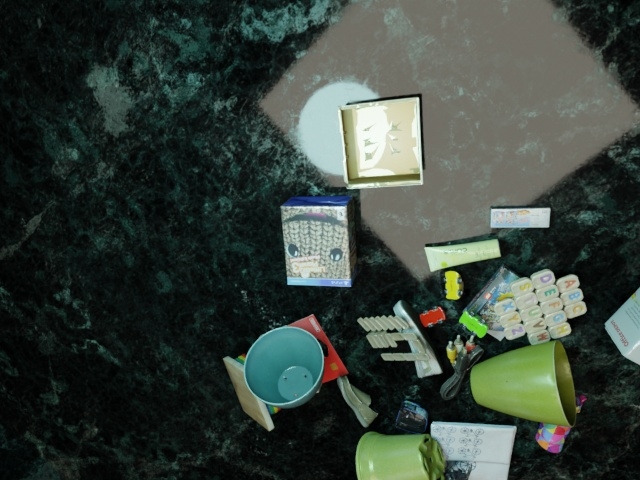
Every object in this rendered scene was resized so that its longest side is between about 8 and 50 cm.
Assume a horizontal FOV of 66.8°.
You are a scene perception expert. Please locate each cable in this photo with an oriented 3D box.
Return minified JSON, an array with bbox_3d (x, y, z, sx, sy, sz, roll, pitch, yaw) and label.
[{"bbox_3d":[0.515,0.466,1.799,0.140,0.072,0.287,-8,126,-16],"label":"cable"}]

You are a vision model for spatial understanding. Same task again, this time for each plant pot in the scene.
[{"bbox_3d":[0.317,0.845,1.830,0.254,0.276,0.276,-26,102,31],"label":"plant pot"},{"bbox_3d":[-0.112,0.492,1.787,0.291,0.290,0.195,-1,143,14],"label":"plant pot"},{"bbox_3d":[0.682,0.493,1.665,0.294,0.275,0.274,-14,106,34],"label":"plant pot"}]

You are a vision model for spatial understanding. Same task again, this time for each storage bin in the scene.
[{"bbox_3d":[0.191,-0.312,1.553,0.261,0.123,0.262,-2,109,14],"label":"storage bin"}]

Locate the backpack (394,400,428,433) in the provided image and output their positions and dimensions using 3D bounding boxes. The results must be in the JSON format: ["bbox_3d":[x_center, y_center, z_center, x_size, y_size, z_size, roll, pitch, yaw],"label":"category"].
[{"bbox_3d":[0.359,0.685,1.888,0.115,0.084,0.104,17,113,13],"label":"backpack"}]

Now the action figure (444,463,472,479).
[{"bbox_3d":[0.475,0.955,1.835,0.276,0.164,0.140,-36,67,15],"label":"action figure"}]

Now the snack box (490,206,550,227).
[{"bbox_3d":[0.648,-0.075,1.579,0.179,0.022,0.064,0,110,14],"label":"snack box"}]

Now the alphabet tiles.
[{"bbox_3d":[0.738,0.230,1.626,0.278,0.021,0.284,-23,114,11],"label":"alphabet tiles"}]

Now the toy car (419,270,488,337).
[{"bbox_3d":[0.483,0.249,1.679,0.225,0.053,0.238,39,117,32],"label":"toy car"}]

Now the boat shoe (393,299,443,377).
[{"bbox_3d":[0.340,0.363,1.764,0.103,0.118,0.320,-25,108,16],"label":"boat shoe"}]

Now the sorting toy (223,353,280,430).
[{"bbox_3d":[-0.263,0.590,1.943,0.257,0.090,0.255,2,113,58],"label":"sorting toy"}]

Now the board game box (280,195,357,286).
[{"bbox_3d":[0.000,0.000,1.701,0.232,0.141,0.290,0,109,14],"label":"board game box"}]

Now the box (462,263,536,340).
[{"bbox_3d":[0.626,0.215,1.676,0.159,0.044,0.233,33,113,0],"label":"box"}]

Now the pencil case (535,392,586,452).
[{"bbox_3d":[0.860,0.646,1.746,0.105,0.104,0.236,16,113,8],"label":"pencil case"}]

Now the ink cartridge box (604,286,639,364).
[{"bbox_3d":[1.045,0.236,1.495,0.117,0.201,0.278,31,114,2],"label":"ink cartridge box"}]

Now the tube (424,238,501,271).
[{"bbox_3d":[0.483,0.047,1.647,0.240,0.062,0.069,-10,66,22],"label":"tube"}]

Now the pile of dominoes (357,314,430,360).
[{"bbox_3d":[0.263,0.342,1.744,0.251,0.040,0.195,-19,106,52],"label":"pile of dominoes"}]

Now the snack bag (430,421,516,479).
[{"bbox_3d":[0.581,0.857,1.898,0.324,0.037,0.342,2,110,4],"label":"snack bag"}]

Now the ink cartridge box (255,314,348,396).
[{"bbox_3d":[-0.074,0.470,1.929,0.261,0.066,0.296,-26,101,22],"label":"ink cartridge box"}]

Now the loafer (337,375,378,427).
[{"bbox_3d":[0.148,0.624,1.927,0.088,0.094,0.251,-32,110,-3],"label":"loafer"}]
